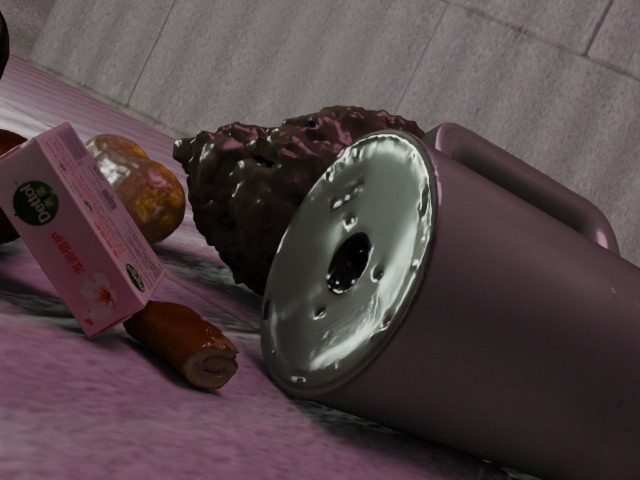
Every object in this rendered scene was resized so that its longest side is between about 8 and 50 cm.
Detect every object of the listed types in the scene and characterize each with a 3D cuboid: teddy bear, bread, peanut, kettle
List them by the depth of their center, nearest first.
[{"bbox_3d":[-0.089,0.064,0.741,0.047,0.036,0.083,19,6,-42],"label":"bread"},{"bbox_3d":[0.129,0.054,0.918,0.318,0.205,0.265,24,18,-28],"label":"kettle"},{"bbox_3d":[0.000,0.000,1.152,0.357,0.224,0.367,39,-29,-28],"label":"teddy bear"},{"bbox_3d":[-0.204,-0.057,1.202,0.087,0.087,0.206,23,7,-34],"label":"peanut"}]

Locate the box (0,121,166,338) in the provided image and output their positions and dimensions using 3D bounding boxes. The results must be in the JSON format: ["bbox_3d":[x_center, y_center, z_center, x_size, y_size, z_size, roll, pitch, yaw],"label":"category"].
[{"bbox_3d":[-0.154,-0.009,0.734,0.125,0.043,0.089,58,8,-9],"label":"box"}]

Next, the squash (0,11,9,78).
[{"bbox_3d":[-0.401,-0.189,1.111,0.193,0.156,0.193,4,-34,3],"label":"squash"}]

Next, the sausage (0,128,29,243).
[{"bbox_3d":[-0.243,-0.038,0.808,0.102,0.076,0.302,17,4,-5],"label":"sausage"}]
